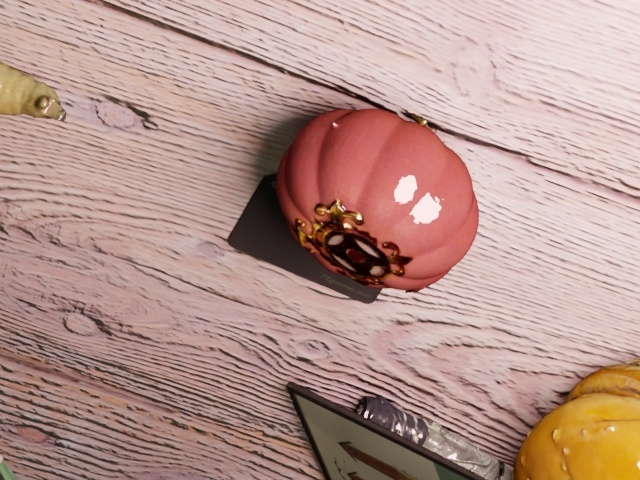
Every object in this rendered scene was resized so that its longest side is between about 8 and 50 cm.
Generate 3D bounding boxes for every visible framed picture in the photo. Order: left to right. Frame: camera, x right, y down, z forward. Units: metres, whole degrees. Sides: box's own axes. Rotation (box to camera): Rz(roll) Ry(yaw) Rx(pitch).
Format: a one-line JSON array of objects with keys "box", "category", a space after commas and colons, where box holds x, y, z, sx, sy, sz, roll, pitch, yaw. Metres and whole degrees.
[{"box": [0.115, 0.278, 1.605, 0.324, 0.013, 0.244, 22, 146, 37], "category": "framed picture"}]

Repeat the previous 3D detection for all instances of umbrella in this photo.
[{"box": [0.120, 0.215, 1.646, 0.188, 0.046, 0.050, 25, 160, -13], "category": "umbrella"}]

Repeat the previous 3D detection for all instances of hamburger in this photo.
[{"box": [0.322, 0.263, 1.505, 0.318, 0.158, 0.319, 30, 136, 33], "category": "hamburger"}]

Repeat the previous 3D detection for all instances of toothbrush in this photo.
[{"box": [-0.365, 0.267, 1.820, 0.024, 0.018, 0.257, -9, 130, 12], "category": "toothbrush"}]

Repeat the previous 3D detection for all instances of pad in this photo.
[{"box": [0.000, 0.000, 1.492, 0.157, 0.003, 0.112, 23, 133, -9], "category": "pad"}]

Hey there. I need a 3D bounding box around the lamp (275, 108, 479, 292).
[{"box": [0.052, -0.041, 1.357, 0.182, 0.140, 0.182, 20, 147, 14], "category": "lamp"}]

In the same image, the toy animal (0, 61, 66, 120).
[{"box": [-0.338, -0.131, 1.394, 0.218, 0.103, 0.101, -10, 149, 19], "category": "toy animal"}]
